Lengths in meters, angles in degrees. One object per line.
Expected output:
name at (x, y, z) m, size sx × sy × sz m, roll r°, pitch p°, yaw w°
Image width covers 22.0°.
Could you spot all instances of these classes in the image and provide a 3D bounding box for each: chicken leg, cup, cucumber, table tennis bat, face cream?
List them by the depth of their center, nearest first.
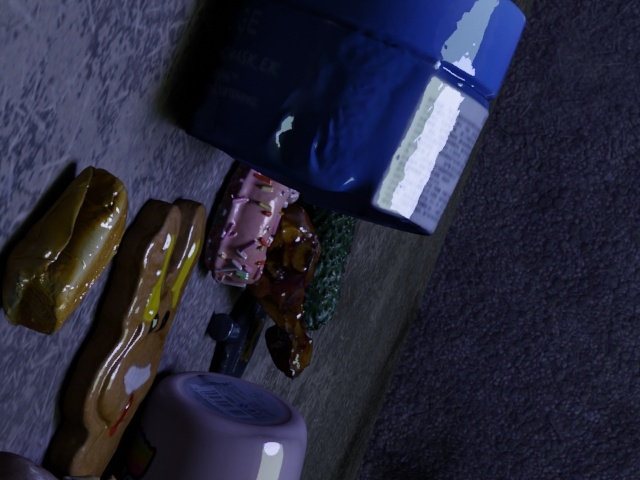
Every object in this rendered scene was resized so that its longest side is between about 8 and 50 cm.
face cream at (0.030, -0.142, 1.466) m, size 0.249 × 0.249 × 0.225 m, roll 31°, pitch 81°, yaw -79°
cup at (-0.125, 0.247, 1.763) m, size 0.253 × 0.191 × 0.200 m, roll -128°, pitch -126°, yaw -68°
chicken leg at (-0.044, 0.070, 1.905) m, size 0.304 × 0.093 × 0.113 m, roll 88°, pitch 2°, yaw -52°
table tennis bat at (-0.100, 0.113, 1.970) m, size 0.236 × 0.027 × 0.150 m, roll 53°, pitch 59°, yaw -80°
cucumber at (0.000, 0.000, 2.029) m, size 0.359 × 0.096 × 0.096 m, roll 98°, pitch 18°, yaw -56°

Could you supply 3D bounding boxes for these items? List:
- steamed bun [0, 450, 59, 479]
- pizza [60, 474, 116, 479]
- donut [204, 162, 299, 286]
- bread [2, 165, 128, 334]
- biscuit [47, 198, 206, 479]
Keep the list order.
steamed bun at (-0.244, 0.338, 1.240) m, size 0.251 × 0.199 × 0.301 m, roll -47°, pitch 158°, yaw -65°
pizza at (-0.230, 0.285, 1.489) m, size 0.189 × 0.071 × 0.297 m, roll -37°, pitch 163°, yaw -15°
donut at (-0.068, -0.031, 1.716) m, size 0.117 × 0.065 × 0.166 m, roll 49°, pitch 62°, yaw -79°
bread at (-0.190, 0.007, 1.231) m, size 0.132 × 0.053 × 0.074 m, roll -59°, pitch 171°, yaw -36°
biscuit at (-0.177, 0.102, 1.519) m, size 0.295 × 0.044 × 0.186 m, roll -69°, pitch 167°, yaw 8°
